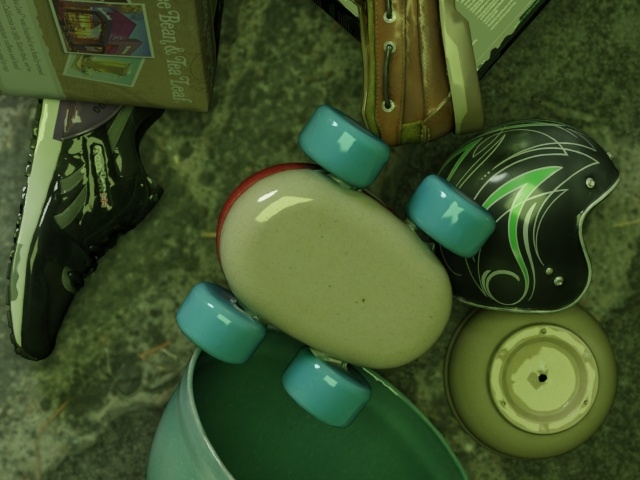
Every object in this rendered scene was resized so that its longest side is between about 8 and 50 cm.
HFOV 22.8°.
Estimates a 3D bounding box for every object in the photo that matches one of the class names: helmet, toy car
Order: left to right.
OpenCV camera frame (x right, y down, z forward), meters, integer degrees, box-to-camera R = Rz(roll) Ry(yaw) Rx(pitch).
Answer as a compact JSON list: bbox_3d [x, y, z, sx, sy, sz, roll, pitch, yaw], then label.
[{"bbox_3d":[0.000,0.000,1.379,0.210,0.238,0.219,32,99,-17],"label":"toy car"},{"bbox_3d":[0.180,-0.028,1.418,0.169,0.169,0.161,1,105,0],"label":"helmet"}]

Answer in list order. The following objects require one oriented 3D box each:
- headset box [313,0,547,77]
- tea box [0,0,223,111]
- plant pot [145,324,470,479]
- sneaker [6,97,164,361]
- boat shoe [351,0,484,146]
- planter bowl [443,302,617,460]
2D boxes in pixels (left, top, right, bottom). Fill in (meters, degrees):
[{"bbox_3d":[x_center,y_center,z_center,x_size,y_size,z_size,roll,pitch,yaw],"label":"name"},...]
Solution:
[{"bbox_3d":[0.092,-0.298,1.442,0.283,0.131,0.246,41,90,2],"label":"headset box"},{"bbox_3d":[-0.185,-0.321,1.312,0.220,0.329,0.323,4,70,0],"label":"tea box"},{"bbox_3d":[-0.036,0.243,1.370,0.293,0.293,0.196,38,115,2],"label":"plant pot"},{"bbox_3d":[-0.210,-0.025,1.451,0.124,0.107,0.283,10,88,-5],"label":"sneaker"},{"bbox_3d":[0.057,-0.230,1.320,0.104,0.111,0.307,-11,89,1],"label":"boat shoe"},{"bbox_3d":[0.195,0.123,1.438,0.162,0.109,0.162,0,88,1],"label":"planter bowl"}]
